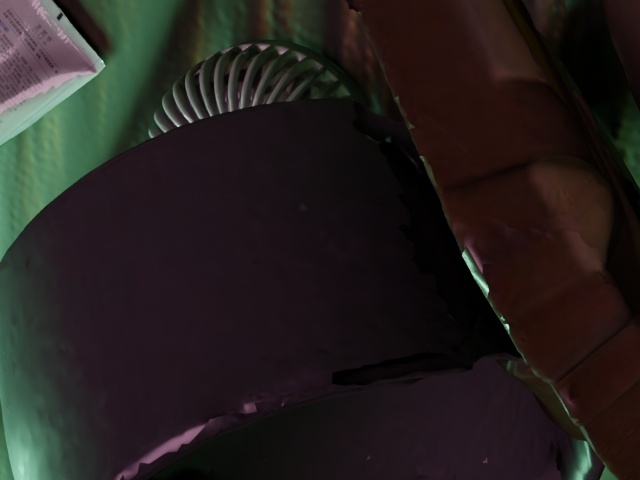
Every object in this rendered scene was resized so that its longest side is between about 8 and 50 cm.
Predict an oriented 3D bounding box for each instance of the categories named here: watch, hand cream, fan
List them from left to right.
[{"bbox_3d":[-0.204,-0.096,1.217,0.142,0.053,0.084,-42,83,20],"label":"hand cream"},{"bbox_3d":[-0.003,0.050,0.897,0.327,0.335,0.314,-28,57,11],"label":"watch"},{"bbox_3d":[0.000,0.000,1.106,0.130,0.074,0.244,-35,92,25],"label":"fan"}]

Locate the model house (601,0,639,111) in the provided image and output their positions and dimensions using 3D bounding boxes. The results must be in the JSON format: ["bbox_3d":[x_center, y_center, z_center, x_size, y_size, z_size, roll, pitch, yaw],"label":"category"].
[{"bbox_3d":[0.242,-0.096,0.757,0.199,0.229,0.219,62,171,8],"label":"model house"}]
